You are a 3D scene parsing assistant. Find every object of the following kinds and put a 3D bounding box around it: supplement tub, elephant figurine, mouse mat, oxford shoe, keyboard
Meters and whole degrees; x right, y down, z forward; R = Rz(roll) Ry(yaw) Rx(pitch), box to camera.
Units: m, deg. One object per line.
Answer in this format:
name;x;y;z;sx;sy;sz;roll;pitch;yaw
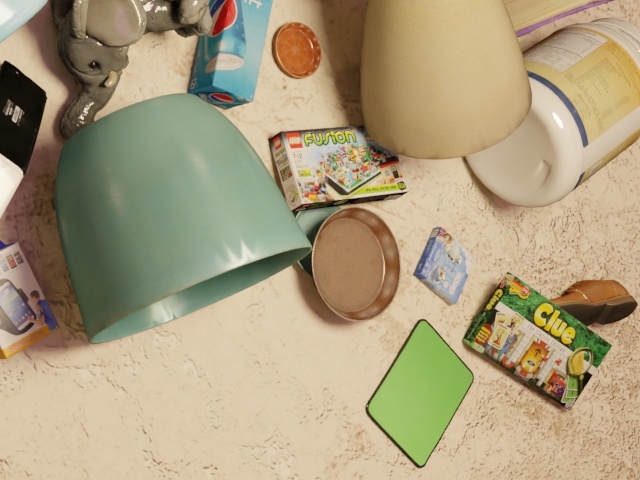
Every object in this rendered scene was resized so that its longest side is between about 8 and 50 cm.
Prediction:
supplement tub;0.399;-0.216;2.038;0.316;0.228;0.228;-34;106;-36
elephant figurine;-0.267;-0.277;1.584;0.239;0.169;0.186;-33;76;-20
mouse mat;0.157;0.236;1.941;0.152;0.007;0.190;48;60;-24
oxford shoe;0.438;0.106;2.146;0.212;0.076;0.076;-5;50;-30
keyboard;-0.384;-0.149;1.496;0.100;0.038;0.192;43;23;-27

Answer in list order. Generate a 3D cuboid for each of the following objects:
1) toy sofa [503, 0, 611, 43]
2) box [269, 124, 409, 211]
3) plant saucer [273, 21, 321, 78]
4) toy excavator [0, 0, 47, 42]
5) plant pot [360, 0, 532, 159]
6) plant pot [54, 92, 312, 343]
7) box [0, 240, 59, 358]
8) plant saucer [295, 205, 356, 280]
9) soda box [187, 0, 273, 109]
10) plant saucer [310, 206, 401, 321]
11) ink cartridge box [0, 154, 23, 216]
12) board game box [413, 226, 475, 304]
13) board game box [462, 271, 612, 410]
toy sofa;0.380;-0.398;1.960;0.150;0.362;0.177;8;74;-38
box;0.029;-0.109;1.844;0.207;0.036;0.114;-9;77;-38
plant saucer;-0.035;-0.278;1.842;0.083;0.013;0.084;6;81;-38
toy excavator;-0.384;-0.316;1.419;0.445;0.433;0.222;-37;109;-5
plant pot;0.165;-0.301;1.780;0.256;0.256;0.274;-48;144;-31
plant pot;-0.191;-0.038;1.536;0.293;0.293;0.235;-20;82;-38
box;-0.382;0.066;1.525;0.081;0.028;0.136;-33;107;-35
plant saucer;0.000;0.000;1.834;0.119;0.021;0.119;5;81;-37
soda box;-0.120;-0.294;1.743;0.071;0.067;0.210;20;73;-35
plant saucer;0.047;0.035;1.833;0.168;0.029;0.168;4;83;-38
ink cartridge box;-0.442;-0.001;1.401;0.092;0.158;0.218;38;63;-28
board game box;0.197;0.040;1.984;0.090;0.020;0.090;40;63;-29
board game box;0.359;0.168;2.062;0.259;0.030;0.136;33;88;-31
